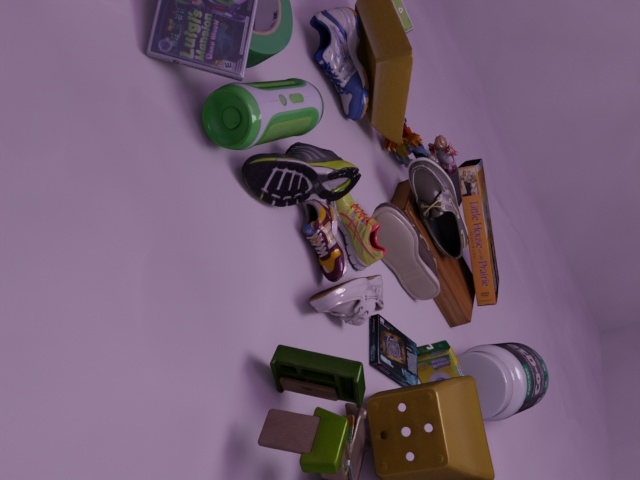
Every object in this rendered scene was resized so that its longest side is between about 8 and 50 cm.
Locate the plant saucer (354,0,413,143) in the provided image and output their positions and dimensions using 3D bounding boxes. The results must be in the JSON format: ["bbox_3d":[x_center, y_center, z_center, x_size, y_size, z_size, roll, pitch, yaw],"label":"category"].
[{"bbox_3d":[0.152,-0.479,1.687,0.333,0.081,0.332,89,-12,-57],"label":"plant saucer"}]

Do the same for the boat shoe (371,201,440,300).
[{"bbox_3d":[0.221,0.017,1.618,0.324,0.117,0.096,54,29,-32],"label":"boat shoe"}]

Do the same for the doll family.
[{"bbox_3d":[0.272,-0.267,1.818,0.263,0.118,0.163,37,-12,40],"label":"doll family"}]

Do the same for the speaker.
[{"bbox_3d":[-0.105,-0.256,1.240,0.296,0.131,0.131,-31,99,-59],"label":"speaker"}]

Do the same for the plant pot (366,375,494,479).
[{"bbox_3d":[0.199,0.381,1.234,0.187,0.212,0.212,32,46,-57],"label":"plant pot"}]

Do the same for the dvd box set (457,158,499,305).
[{"bbox_3d":[0.499,-0.038,1.948,0.307,0.062,0.420,-30,112,-70],"label":"dvd box set"}]

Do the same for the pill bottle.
[{"bbox_3d":[0.489,0.388,1.728,0.361,0.204,0.204,10,64,-56],"label":"pill bottle"}]

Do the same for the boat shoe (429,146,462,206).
[{"bbox_3d":[0.416,-0.180,2.059,0.306,0.113,0.105,-94,161,-48],"label":"boat shoe"}]

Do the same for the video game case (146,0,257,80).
[{"bbox_3d":[-0.208,-0.398,1.125,0.173,0.022,0.190,12,76,-15],"label":"video game case"}]

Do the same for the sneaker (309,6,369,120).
[{"bbox_3d":[0.042,-0.461,1.653,0.131,0.112,0.296,-13,96,-24],"label":"sneaker"}]

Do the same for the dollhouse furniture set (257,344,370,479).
[{"bbox_3d":[-0.011,0.356,1.079,0.301,0.151,0.197,81,22,-46],"label":"dollhouse furniture set"}]

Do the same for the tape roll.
[{"bbox_3d":[-0.188,-0.524,1.295,0.321,0.077,0.321,26,56,-46],"label":"tape roll"}]

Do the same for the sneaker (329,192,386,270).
[{"bbox_3d":[0.095,-0.040,1.464,0.081,0.094,0.208,-24,92,-58],"label":"sneaker"}]

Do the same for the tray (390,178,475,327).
[{"bbox_3d":[0.336,0.033,1.832,0.411,0.076,0.203,56,32,-20],"label":"tray"}]

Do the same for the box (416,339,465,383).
[{"bbox_3d":[0.304,0.339,1.559,0.179,0.105,0.043,63,30,-9],"label":"box"}]

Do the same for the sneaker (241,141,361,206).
[{"bbox_3d":[-0.053,-0.146,1.299,0.300,0.111,0.121,-2,39,-49],"label":"sneaker"}]

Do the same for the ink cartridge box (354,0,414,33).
[{"bbox_3d":[0.199,-0.594,1.869,0.097,0.189,0.255,-34,105,-19],"label":"ink cartridge box"}]

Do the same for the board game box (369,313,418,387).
[{"bbox_3d":[0.176,0.268,1.473,0.186,0.026,0.126,40,41,-40],"label":"board game box"}]

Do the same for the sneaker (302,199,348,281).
[{"bbox_3d":[0.000,0.000,1.324,0.084,0.070,0.185,16,52,-45],"label":"sneaker"}]

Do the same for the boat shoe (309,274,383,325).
[{"bbox_3d":[0.074,0.133,1.321,0.277,0.098,0.096,-5,76,-60],"label":"boat shoe"}]

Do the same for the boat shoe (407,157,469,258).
[{"bbox_3d":[0.325,-0.085,1.706,0.305,0.109,0.091,59,27,-24],"label":"boat shoe"}]
